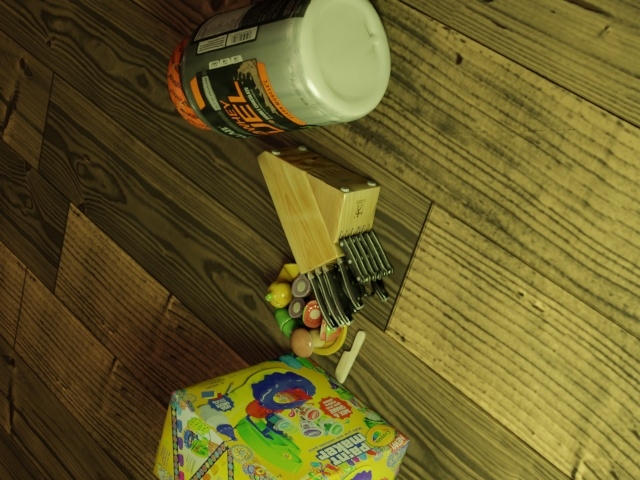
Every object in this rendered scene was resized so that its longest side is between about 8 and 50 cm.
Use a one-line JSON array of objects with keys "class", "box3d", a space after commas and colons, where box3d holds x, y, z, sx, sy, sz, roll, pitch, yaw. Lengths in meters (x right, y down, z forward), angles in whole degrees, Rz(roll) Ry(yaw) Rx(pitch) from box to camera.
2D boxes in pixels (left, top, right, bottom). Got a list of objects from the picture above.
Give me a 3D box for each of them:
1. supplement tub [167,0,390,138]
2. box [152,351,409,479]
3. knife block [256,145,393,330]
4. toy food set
[{"class": "supplement tub", "box3d": [-0.075, -0.271, 1.590, 0.338, 0.207, 0.207, -3, 97, 46]}, {"class": "box", "box3d": [-0.066, 0.356, 1.668, 0.279, 0.290, 0.177, 36, 122, 33]}, {"class": "knife block", "box3d": [0.000, 0.000, 1.662, 0.276, 0.088, 0.242, 31, 119, 36]}, {"class": "toy food set", "box3d": [-0.026, 0.135, 1.731, 0.218, 0.071, 0.128, 49, 129, 25]}]
